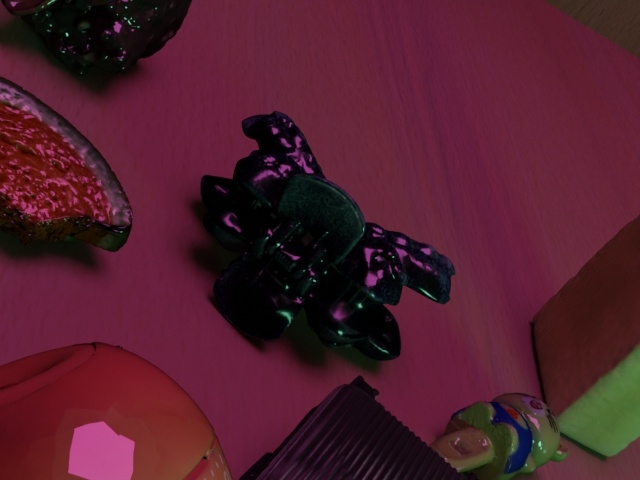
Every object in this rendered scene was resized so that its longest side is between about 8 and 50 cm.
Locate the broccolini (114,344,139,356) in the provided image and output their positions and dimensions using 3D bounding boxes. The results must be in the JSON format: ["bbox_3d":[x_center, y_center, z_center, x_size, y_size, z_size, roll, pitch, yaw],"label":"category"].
[{"bbox_3d":[-0.235,0.145,0.915,0.067,0.058,0.216,46,40,19],"label":"broccolini"}]

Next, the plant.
[{"bbox_3d":[-0.270,-0.308,1.352,0.178,0.204,0.234,32,18,9],"label":"plant"}]

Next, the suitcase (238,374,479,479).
[{"bbox_3d":[0.019,0.256,0.936,0.202,0.128,0.312,41,30,6],"label":"suitcase"}]

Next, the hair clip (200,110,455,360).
[{"bbox_3d":[-0.004,-0.001,1.223,0.310,0.194,0.206,40,23,7],"label":"hair clip"}]

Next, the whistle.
[{"bbox_3d":[0.193,0.218,1.222,0.227,0.085,0.105,-2,39,-48],"label":"whistle"}]

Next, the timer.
[{"bbox_3d":[-0.167,0.187,0.718,0.229,0.229,0.215,-31,105,-59],"label":"timer"}]

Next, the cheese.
[{"bbox_3d":[0.409,0.109,1.426,0.124,0.265,0.242,33,30,-13],"label":"cheese"}]

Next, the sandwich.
[{"bbox_3d":[-0.294,-0.059,1.100,0.235,0.079,0.159,31,40,-4],"label":"sandwich"}]
